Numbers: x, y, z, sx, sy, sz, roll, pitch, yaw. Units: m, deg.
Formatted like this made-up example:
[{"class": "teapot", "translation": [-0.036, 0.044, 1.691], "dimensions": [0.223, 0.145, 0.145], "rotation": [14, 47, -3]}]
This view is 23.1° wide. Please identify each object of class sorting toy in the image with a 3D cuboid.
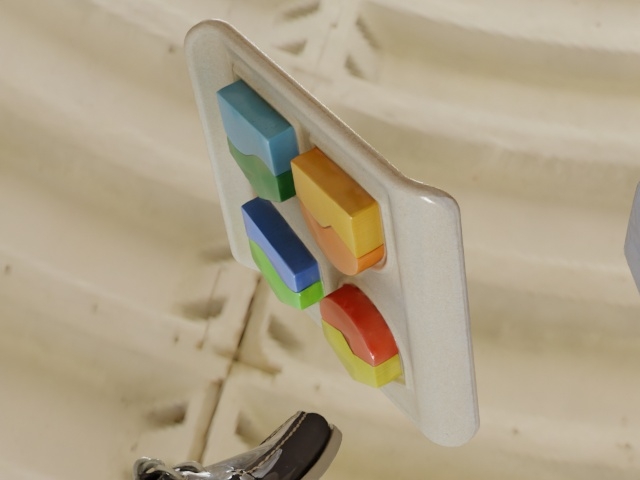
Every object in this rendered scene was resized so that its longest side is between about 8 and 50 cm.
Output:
[{"class": "sorting toy", "translation": [0.000, 0.000, 0.847], "dimensions": [0.038, 0.193, 0.208], "rotation": [-32, -132, -22]}]

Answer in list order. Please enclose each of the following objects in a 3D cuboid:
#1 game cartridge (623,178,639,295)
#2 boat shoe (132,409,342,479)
[{"class": "game cartridge", "translation": [0.248, -0.017, 0.860], "dimensions": [0.060, 0.294, 0.196], "rotation": [-11, -120, -15]}, {"class": "boat shoe", "translation": [-0.065, 0.127, 0.729], "dimensions": [0.065, 0.075, 0.206], "rotation": [50, -134, 3]}]
